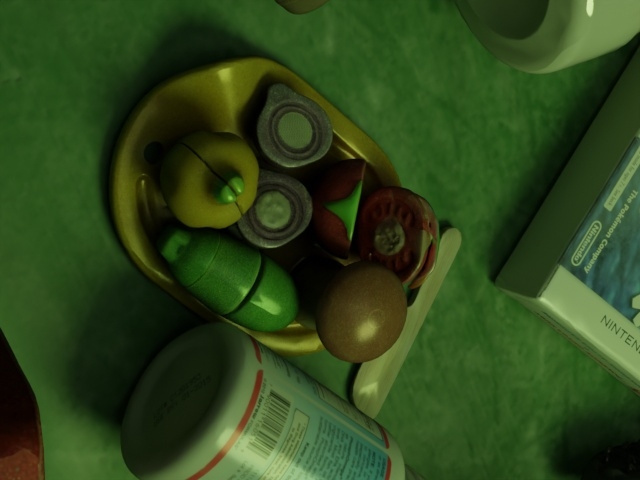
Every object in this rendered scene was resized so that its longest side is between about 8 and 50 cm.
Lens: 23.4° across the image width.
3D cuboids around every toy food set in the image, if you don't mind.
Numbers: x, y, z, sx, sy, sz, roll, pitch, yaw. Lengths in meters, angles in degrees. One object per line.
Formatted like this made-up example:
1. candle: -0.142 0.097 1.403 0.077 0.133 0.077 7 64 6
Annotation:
1. toy food set: 0.000 0.000 0.768 0.218 0.071 0.128 37 82 -31

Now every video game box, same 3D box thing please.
1. video game box: 0.223 -0.009 0.910 0.187 0.048 0.205 36 83 -33

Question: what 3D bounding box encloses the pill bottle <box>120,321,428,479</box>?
1. pill bottle: -0.015 0.114 0.776 0.160 0.087 0.087 37 82 -31

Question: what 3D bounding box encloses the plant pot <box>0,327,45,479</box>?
1. plant pot: -0.232 0.159 0.550 0.236 0.267 0.267 -3 102 -19

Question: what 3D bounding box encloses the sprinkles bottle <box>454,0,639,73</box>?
1. sprinkles bottle: 0.236 -0.198 0.830 0.355 0.121 0.121 -23 112 -24

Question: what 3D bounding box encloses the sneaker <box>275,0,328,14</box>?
1. sneaker: 0.021 -0.201 0.737 0.071 0.066 0.188 37 81 -30

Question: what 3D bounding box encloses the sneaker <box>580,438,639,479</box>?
1. sneaker: 0.251 0.183 0.951 0.234 0.078 0.106 10 94 -33
